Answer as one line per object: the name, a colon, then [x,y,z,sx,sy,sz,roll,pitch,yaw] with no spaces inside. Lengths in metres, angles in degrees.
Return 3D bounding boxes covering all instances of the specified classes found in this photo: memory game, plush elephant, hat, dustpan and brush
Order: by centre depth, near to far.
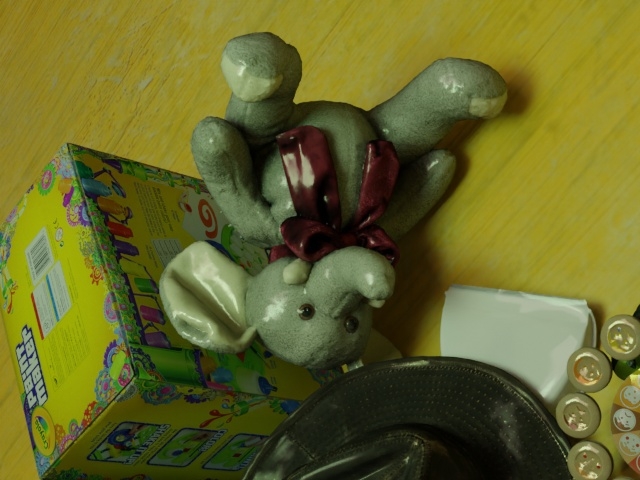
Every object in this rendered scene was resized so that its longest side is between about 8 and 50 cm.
memory game: [0.268,0.141,0.944,0.186,0.012,0.186,3,97,30]
hat: [0.043,0.227,0.992,0.331,0.134,0.331,-10,63,20]
dustpan and brush: [0.163,0.153,1.085,0.147,0.060,0.211,6,78,36]
plush elephant: [0.000,0.000,1.145,0.330,0.271,0.255,-46,45,49]

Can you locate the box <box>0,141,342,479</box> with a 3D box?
box: [-0.159,0.087,1.279,0.177,0.279,0.290,-46,49,30]

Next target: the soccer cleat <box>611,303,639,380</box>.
soccer cleat: [0.288,0.036,0.976,0.179,0.060,0.072,-57,24,23]
